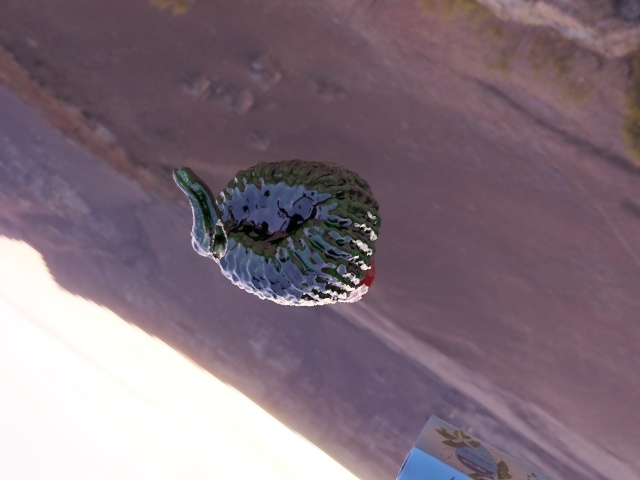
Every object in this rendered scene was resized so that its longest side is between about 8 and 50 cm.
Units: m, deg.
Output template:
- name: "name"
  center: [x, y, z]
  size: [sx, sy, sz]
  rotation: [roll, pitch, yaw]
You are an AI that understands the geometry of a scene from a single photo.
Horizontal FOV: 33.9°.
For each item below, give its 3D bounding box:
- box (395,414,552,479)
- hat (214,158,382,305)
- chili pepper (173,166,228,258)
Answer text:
- name: "box"
  center: [0.252, 0.392, 1.705]
  size: [0.232, 0.083, 0.142]
  rotation: [26, -162, 11]
- name: "hat"
  center: [0.000, 0.000, 1.719]
  size: [0.274, 0.242, 0.332]
  rotation: [18, 176, 34]
- name: "chili pepper"
  center: [-0.160, -0.026, 1.445]
  size: [0.182, 0.050, 0.073]
  rotation: [82, 171, -56]
